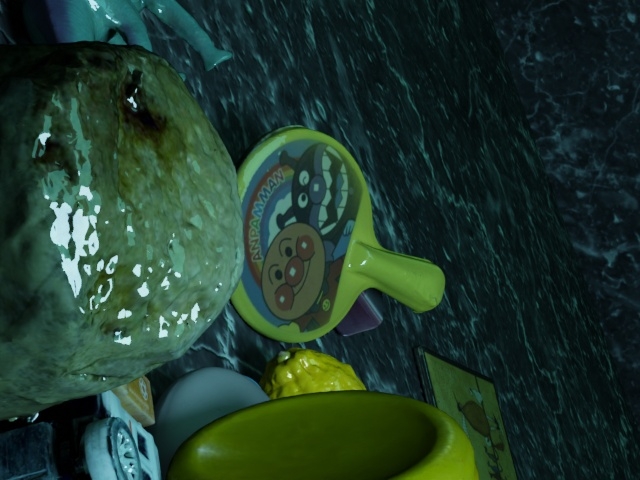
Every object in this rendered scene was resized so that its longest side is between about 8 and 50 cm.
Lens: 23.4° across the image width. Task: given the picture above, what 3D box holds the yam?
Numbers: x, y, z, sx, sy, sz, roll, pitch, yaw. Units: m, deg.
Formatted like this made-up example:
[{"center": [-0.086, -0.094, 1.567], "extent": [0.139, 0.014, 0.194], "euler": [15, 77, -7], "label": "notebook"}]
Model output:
[{"center": [-0.198, 0.009, 0.857], "extent": [0.195, 0.300, 0.195], "euler": [38, 41, -42], "label": "yam"}]

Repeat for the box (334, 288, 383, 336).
[{"center": [0.000, 0.000, 1.754], "extent": [0.224, 0.069, 0.120], "euler": [52, 27, -43], "label": "box"}]

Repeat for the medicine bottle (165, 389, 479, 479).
[{"center": [0.016, 0.323, 1.131], "extent": [0.224, 0.224, 0.384], "euler": [-51, 138, -69], "label": "medicine bottle"}]

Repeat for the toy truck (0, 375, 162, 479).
[{"center": [-0.177, 0.107, 1.063], "extent": [0.184, 0.133, 0.338], "euler": [58, 18, -60], "label": "toy truck"}]

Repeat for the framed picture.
[{"center": [0.220, 0.292, 2.163], "extent": [0.339, 0.014, 0.255], "euler": [30, 44, -63], "label": "framed picture"}]

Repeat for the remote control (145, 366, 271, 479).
[{"center": [-0.050, 0.252, 1.307], "extent": [0.332, 0.103, 0.221], "euler": [59, 30, -34], "label": "remote control"}]

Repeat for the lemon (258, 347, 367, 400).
[{"center": [-0.005, 0.168, 1.502], "extent": [0.155, 0.114, 0.114], "euler": [59, 22, -31], "label": "lemon"}]

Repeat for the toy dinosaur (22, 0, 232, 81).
[{"center": [-0.234, -0.256, 1.349], "extent": [0.331, 0.129, 0.383], "euler": [56, 22, -8], "label": "toy dinosaur"}]

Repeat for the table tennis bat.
[{"center": [0.019, 0.013, 1.656], "extent": [0.369, 0.054, 0.224], "euler": [25, 75, -48], "label": "table tennis bat"}]

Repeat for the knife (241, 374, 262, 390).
[{"center": [-0.033, 0.224, 1.457], "extent": [0.244, 0.058, 0.032], "euler": [61, 0, -26], "label": "knife"}]
